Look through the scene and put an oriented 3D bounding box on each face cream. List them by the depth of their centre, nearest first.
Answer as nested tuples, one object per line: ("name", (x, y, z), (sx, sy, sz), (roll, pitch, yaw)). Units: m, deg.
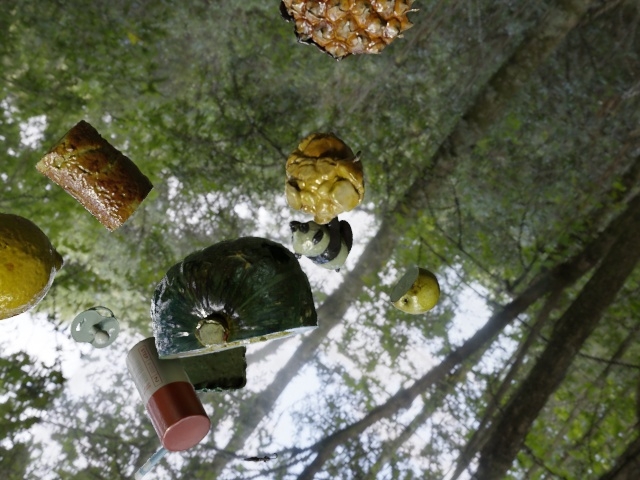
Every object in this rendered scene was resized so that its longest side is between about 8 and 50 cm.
("face cream", (-0.289, 0.285, 1.214), (0.096, 0.096, 0.214), (22, -162, -44))

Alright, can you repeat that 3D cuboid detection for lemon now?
("lemon", (-0.754, 0.059, 1.478), (0.310, 0.258, 0.258), (-10, -145, -25))

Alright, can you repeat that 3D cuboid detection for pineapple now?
("pineapple", (0.069, -0.479, 1.060), (0.262, 0.262, 0.271), (37, 157, 5))

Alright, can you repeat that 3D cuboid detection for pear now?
("pear", (0.266, 0.145, 1.751), (0.104, 0.141, 0.141), (40, -168, -6))

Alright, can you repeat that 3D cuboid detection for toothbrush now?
("toothbrush", (-0.336, 0.451, 1.408), (0.025, 0.275, 0.019), (4, -134, -55))

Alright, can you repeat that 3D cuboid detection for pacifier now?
("pacifier", (-0.642, 0.260, 1.872), (0.116, 0.127, 0.150), (20, 165, 49))

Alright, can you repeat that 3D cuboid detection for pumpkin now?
("pumpkin", (-0.164, 0.095, 1.152), (0.263, 0.293, 0.197), (41, -145, -80))

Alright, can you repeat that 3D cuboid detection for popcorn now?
("popcorn", (0.008, -0.113, 1.237), (0.140, 0.163, 0.194), (47, -179, -42))

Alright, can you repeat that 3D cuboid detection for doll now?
("doll", (0.002, 0.000, 1.784), (0.234, 0.143, 0.135), (37, -142, -57))

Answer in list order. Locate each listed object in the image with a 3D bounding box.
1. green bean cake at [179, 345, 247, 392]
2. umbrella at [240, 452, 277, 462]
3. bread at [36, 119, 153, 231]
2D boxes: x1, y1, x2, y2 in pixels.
("green bean cake", (-0.341, 0.315, 1.832), (0.255, 0.241, 0.132), (2, 174, -34))
("umbrella", (-0.164, 0.582, 1.714), (0.013, 0.122, 0.022), (30, -132, -52))
("bread", (-0.389, -0.115, 1.127), (0.172, 0.103, 0.132), (47, -137, -22))
